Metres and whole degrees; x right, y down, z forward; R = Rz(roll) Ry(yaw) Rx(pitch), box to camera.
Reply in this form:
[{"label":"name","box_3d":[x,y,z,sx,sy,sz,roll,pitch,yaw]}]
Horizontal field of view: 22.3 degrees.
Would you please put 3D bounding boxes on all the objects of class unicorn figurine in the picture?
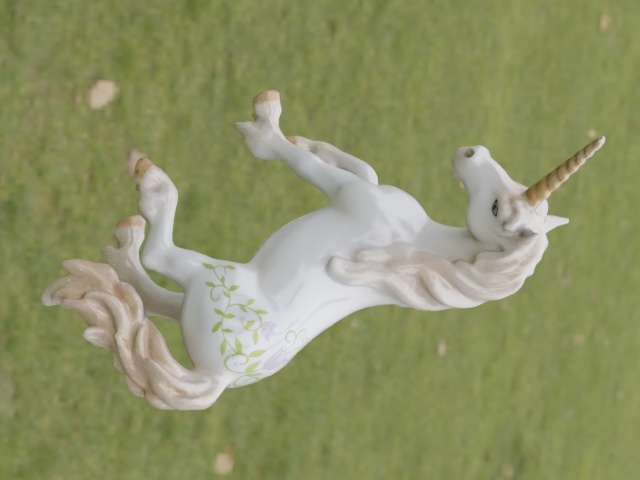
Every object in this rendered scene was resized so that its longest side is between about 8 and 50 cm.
[{"label":"unicorn figurine","box_3d":[0.000,0.000,0.524,0.162,0.111,0.060,-41,149,-2]}]
